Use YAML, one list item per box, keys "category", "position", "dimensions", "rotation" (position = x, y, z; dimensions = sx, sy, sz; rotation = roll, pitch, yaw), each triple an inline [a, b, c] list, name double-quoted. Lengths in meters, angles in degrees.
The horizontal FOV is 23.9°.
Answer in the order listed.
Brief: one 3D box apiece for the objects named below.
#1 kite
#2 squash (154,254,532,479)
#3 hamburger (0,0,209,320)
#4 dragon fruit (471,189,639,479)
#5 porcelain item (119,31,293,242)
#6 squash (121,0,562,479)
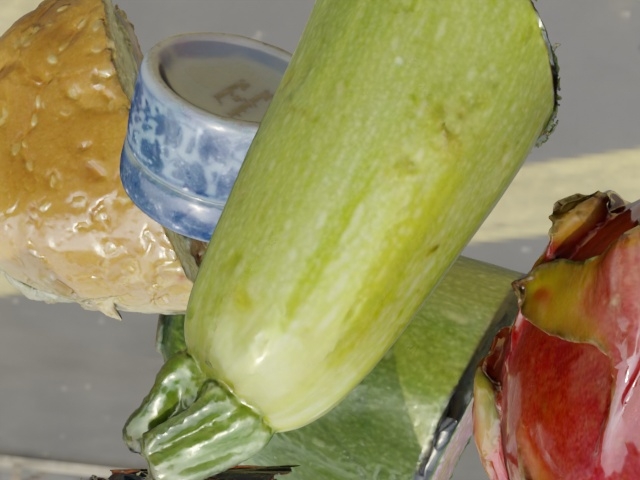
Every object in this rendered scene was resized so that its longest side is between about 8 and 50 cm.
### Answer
- category: "kite"
  position: [-0.128, 0.193, 1.116]
  dimensions: [0.241, 0.014, 0.183]
  rotation: [-9, -172, -44]
- category: "squash"
  position: [0.008, 0.106, 1.439]
  dimensions: [0.309, 0.310, 0.310]
  rotation: [26, 165, 13]
- category: "hamburger"
  position: [-0.226, -0.056, 1.334]
  dimensions: [0.209, 0.330, 0.162]
  rotation: [-25, 160, 8]
- category: "dragon fruit"
  position: [0.197, 0.074, 0.595]
  dimensions: [0.315, 0.250, 0.250]
  rotation: [-6, 159, 30]
- category: "porcelain item"
  position: [-0.073, -0.075, 1.135]
  dimensions: [0.147, 0.147, 0.114]
  rotation: [9, 123, -11]
- category: "squash"
  position: [0.015, 0.005, 0.684]
  dimensions: [0.137, 0.287, 0.137]
  rotation: [22, 164, 7]
